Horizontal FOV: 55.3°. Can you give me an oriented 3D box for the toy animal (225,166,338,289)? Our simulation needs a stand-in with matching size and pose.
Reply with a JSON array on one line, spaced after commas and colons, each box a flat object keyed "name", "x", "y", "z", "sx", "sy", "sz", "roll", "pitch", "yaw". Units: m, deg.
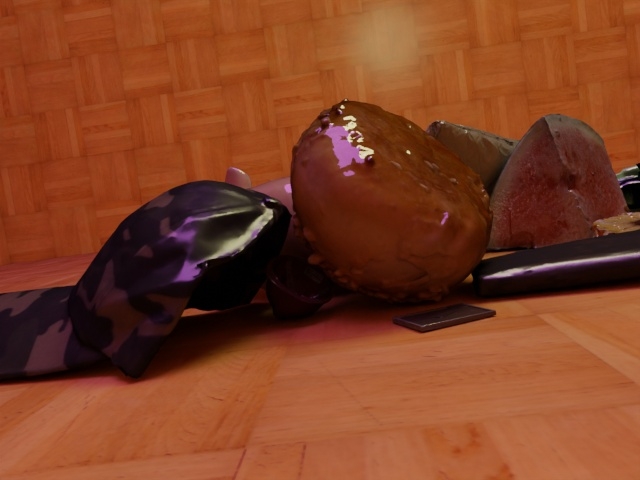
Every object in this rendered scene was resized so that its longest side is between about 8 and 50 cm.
[{"name": "toy animal", "x": -0.045, "y": -0.014, "z": 0.973, "sx": 0.256, "sy": 0.195, "sz": 0.213, "roll": -14, "pitch": -39, "yaw": 44}]

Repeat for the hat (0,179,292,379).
[{"name": "hat", "x": -0.249, "y": 0.034, "z": 0.741, "sx": 0.381, "sy": 0.258, "sz": 0.366, "roll": 12, "pitch": 4, "yaw": 4}]

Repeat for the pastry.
[{"name": "pastry", "x": 0.082, "y": -0.042, "z": 0.800, "sx": 0.184, "sy": 0.284, "sz": 0.316, "roll": -53, "pitch": 4, "yaw": 28}]

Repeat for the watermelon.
[{"name": "watermelon", "x": 0.436, "y": -0.080, "z": 1.084, "sx": 0.212, "sy": 0.262, "sz": 0.201, "roll": -7, "pitch": 31, "yaw": -36}]

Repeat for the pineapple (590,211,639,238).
[{"name": "pineapple", "x": 0.503, "y": -0.013, "z": 0.922, "sx": 0.221, "sy": 0.048, "sz": 0.221, "roll": -8, "pitch": 6, "yaw": 1}]

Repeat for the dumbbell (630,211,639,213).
[{"name": "dumbbell", "x": 0.584, "y": -0.041, "z": 1.143, "sx": 0.117, "sy": 0.046, "sz": 0.052, "roll": -4, "pitch": 11, "yaw": 33}]

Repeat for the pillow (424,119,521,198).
[{"name": "pillow", "x": 0.248, "y": -0.094, "z": 1.166, "sx": 0.280, "sy": 0.076, "sz": 0.274, "roll": 8, "pitch": -45, "yaw": -32}]

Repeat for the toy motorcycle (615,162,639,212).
[{"name": "toy motorcycle", "x": 0.574, "y": -0.084, "z": 1.295, "sx": 0.330, "sy": 0.125, "sz": 0.196, "roll": -10, "pitch": 6, "yaw": 13}]

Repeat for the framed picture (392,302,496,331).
[{"name": "framed picture", "x": 0.128, "y": 0.079, "z": 0.640, "sx": 0.089, "sy": 0.007, "sz": 0.066, "roll": -9, "pitch": 4, "yaw": -20}]

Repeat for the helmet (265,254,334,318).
[{"name": "helmet", "x": -0.037, "y": 0.067, "z": 0.750, "sx": 0.089, "sy": 0.057, "sz": 0.111, "roll": 37, "pitch": 21, "yaw": 10}]

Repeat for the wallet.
[{"name": "wallet", "x": 0.340, "y": 0.024, "z": 0.744, "sx": 0.309, "sy": 0.042, "sz": 0.165, "roll": -10, "pitch": 3, "yaw": 11}]
